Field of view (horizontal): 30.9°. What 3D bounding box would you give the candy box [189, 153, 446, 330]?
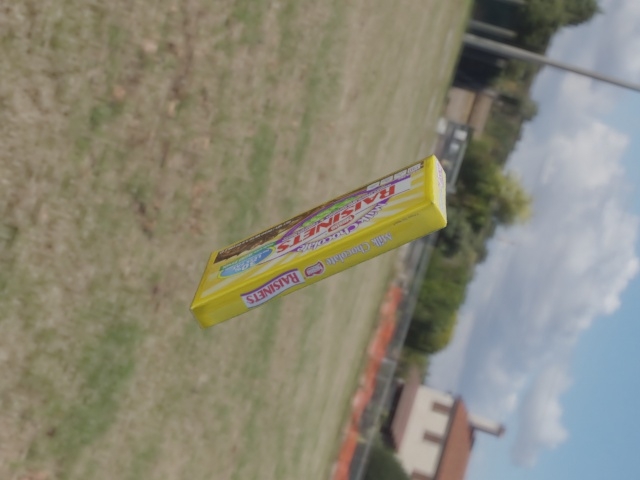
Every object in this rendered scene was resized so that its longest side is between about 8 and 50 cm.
[{"bbox_3d":[0.000,0.000,0.894,0.027,0.206,0.105,60,15,-21],"label":"candy box"}]
